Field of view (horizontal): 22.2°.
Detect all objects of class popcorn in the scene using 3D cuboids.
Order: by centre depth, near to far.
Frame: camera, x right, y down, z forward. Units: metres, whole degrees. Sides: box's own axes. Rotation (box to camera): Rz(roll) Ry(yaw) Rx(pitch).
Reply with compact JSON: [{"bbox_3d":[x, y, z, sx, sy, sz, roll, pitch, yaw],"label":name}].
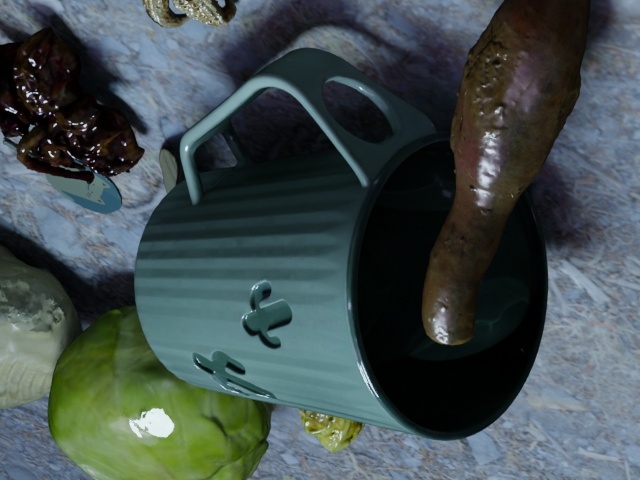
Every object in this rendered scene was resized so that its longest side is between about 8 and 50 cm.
[{"bbox_3d":[0.015,0.218,2.215,0.106,0.116,0.120,33,154,26],"label":"popcorn"}]

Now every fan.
[{"bbox_3d":[-0.338,-0.087,2.136,0.175,0.005,0.113,28,150,-4],"label":"fan"}]

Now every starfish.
[{"bbox_3d":[-0.169,-0.300,1.631,0.216,0.071,0.238,9,139,19],"label":"starfish"}]

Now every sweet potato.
[{"bbox_3d":[0.165,-0.085,1.530,0.109,0.109,0.385,22,116,10],"label":"sweet potato"}]

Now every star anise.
[{"bbox_3d":[-0.308,-0.145,1.916,0.220,0.125,0.190,45,142,-22],"label":"star anise"}]

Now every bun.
[{"bbox_3d":[-0.517,0.118,2.381,0.362,0.234,0.326,-2,149,14],"label":"bun"}]

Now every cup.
[{"bbox_3d":[0.017,0.002,1.771,0.392,0.400,0.310,0,-179,44],"label":"cup"}]

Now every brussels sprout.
[{"bbox_3d":[-0.223,0.228,2.290,0.328,0.247,0.328,6,151,4],"label":"brussels sprout"}]

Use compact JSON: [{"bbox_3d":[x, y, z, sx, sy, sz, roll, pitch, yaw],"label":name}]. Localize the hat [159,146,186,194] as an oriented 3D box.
[{"bbox_3d":[-0.117,0.009,1.987,0.149,0.214,0.244,-3,129,-10],"label":"hat"}]
